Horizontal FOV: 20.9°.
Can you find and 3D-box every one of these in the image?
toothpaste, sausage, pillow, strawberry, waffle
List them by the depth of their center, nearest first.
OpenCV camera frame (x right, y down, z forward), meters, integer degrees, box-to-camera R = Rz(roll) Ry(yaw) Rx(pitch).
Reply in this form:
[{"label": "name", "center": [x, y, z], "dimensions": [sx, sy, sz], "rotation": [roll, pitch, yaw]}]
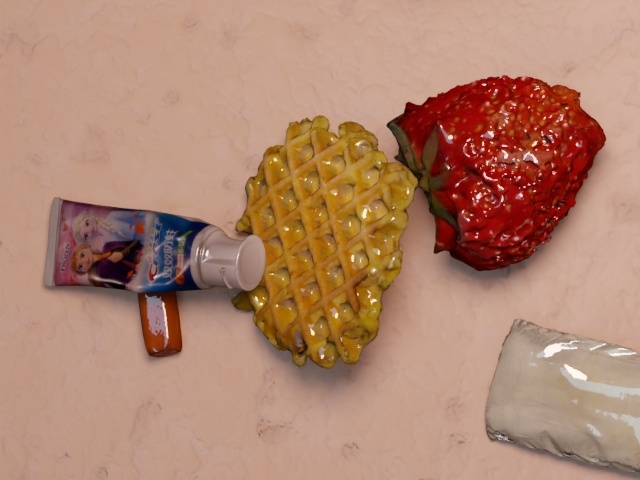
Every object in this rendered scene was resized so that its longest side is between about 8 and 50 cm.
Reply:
[{"label": "strawberry", "center": [0.180, -0.077, 1.712], "dimensions": [0.201, 0.187, 0.184], "rotation": [-25, 122, 2]}, {"label": "pillow", "center": [0.279, 0.160, 1.725], "dimensions": [0.229, 0.051, 0.128], "rotation": [11, 98, 20]}, {"label": "waffle", "center": [-0.001, 0.000, 1.741], "dimensions": [0.254, 0.052, 0.245], "rotation": [29, 103, 49]}, {"label": "toothpaste", "center": [-0.182, 0.012, 1.800], "dimensions": [0.266, 0.061, 0.096], "rotation": [6, 88, 31]}, {"label": "sausage", "center": [-0.173, 0.057, 1.839], "dimensions": [0.041, 0.039, 0.131], "rotation": [-10, 83, 16]}]
